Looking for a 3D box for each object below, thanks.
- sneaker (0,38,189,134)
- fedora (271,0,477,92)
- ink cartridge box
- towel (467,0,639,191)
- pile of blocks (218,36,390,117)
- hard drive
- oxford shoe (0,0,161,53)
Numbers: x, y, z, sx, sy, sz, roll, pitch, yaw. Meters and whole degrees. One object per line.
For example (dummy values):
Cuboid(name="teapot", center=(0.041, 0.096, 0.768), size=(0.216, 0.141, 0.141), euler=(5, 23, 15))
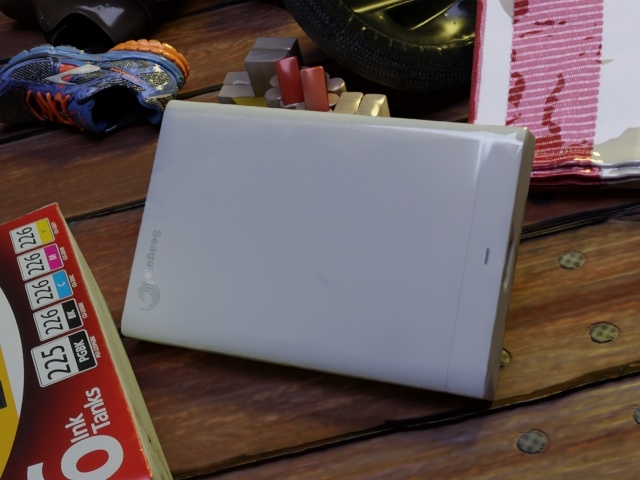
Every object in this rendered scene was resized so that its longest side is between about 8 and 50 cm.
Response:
Cuboid(name="sneaker", center=(-0.248, -0.151, 1.220), size=(0.221, 0.083, 0.087), euler=(-8, 50, 14))
Cuboid(name="fedora", center=(0.062, -0.282, 1.170), size=(0.334, 0.334, 0.152), euler=(-43, 15, -28))
Cuboid(name="ink cartridge box", center=(-0.263, 0.153, 0.849), size=(0.272, 0.130, 0.309), euler=(-24, 42, -8))
Cuboid(name="towel", center=(0.289, -0.156, 1.009), size=(0.329, 0.037, 0.237), euler=(-1, 68, 22))
Cuboid(name="pile of blocks", center=(-0.005, -0.087, 1.047), size=(0.149, 0.112, 0.362), euler=(-34, 44, -20))
Cuboid(name="hard drive", center=(0.000, 0.000, 0.927), size=(0.308, 0.040, 0.203), euler=(7, 82, 23))
Cuboid(name="oxford shoe", center=(-0.300, -0.261, 1.354), size=(0.227, 0.082, 0.096), euler=(13, 57, 33))
